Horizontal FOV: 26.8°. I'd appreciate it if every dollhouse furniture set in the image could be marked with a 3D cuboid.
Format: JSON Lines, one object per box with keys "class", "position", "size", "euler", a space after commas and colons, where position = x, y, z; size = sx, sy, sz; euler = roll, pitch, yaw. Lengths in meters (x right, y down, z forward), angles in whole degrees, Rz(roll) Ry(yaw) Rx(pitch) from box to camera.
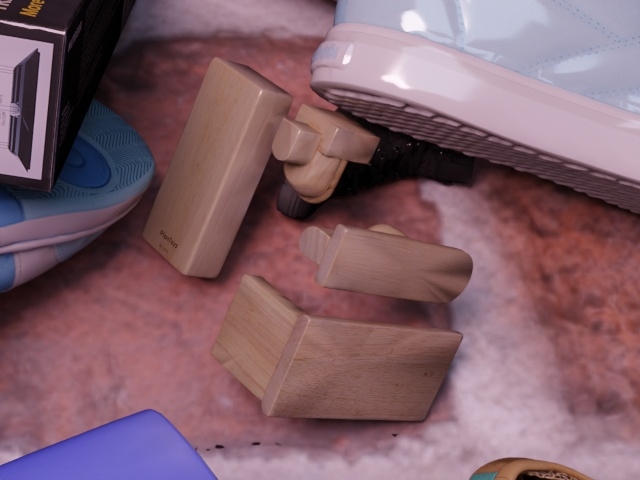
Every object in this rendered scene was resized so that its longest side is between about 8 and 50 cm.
{"class": "dollhouse furniture set", "position": [0.000, 0.000, 0.759], "size": [0.123, 0.144, 0.151], "euler": [10, 20, -44]}

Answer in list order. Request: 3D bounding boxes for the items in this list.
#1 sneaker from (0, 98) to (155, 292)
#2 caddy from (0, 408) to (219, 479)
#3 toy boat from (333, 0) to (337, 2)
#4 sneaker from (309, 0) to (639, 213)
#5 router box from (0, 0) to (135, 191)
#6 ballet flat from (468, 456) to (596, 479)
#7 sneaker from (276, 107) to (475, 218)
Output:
{"class": "sneaker", "position": [-0.234, 0.028, 0.706], "size": [0.127, 0.208, 0.319], "euler": [43, 33, 16]}
{"class": "caddy", "position": [-0.090, 0.242, 0.570], "size": [0.179, 0.241, 0.341], "euler": [-25, 73, -23]}
{"class": "toy boat", "position": [0.003, -0.244, 0.792], "size": [0.231, 0.151, 0.151], "euler": [22, 44, -16]}
{"class": "sneaker", "position": [0.184, -0.097, 0.755], "size": [0.366, 0.135, 0.150], "euler": [17, 88, -18]}
{"class": "router box", "position": [-0.227, -0.140, 0.694], "size": [0.243, 0.081, 0.309], "euler": [9, 26, -5]}
{"class": "ballet flat", "position": [0.185, 0.183, 0.719], "size": [0.232, 0.073, 0.080], "euler": [23, 67, 1]}
{"class": "sneaker", "position": [0.055, -0.060, 0.810], "size": [0.089, 0.051, 0.170], "euler": [35, 65, 10]}
